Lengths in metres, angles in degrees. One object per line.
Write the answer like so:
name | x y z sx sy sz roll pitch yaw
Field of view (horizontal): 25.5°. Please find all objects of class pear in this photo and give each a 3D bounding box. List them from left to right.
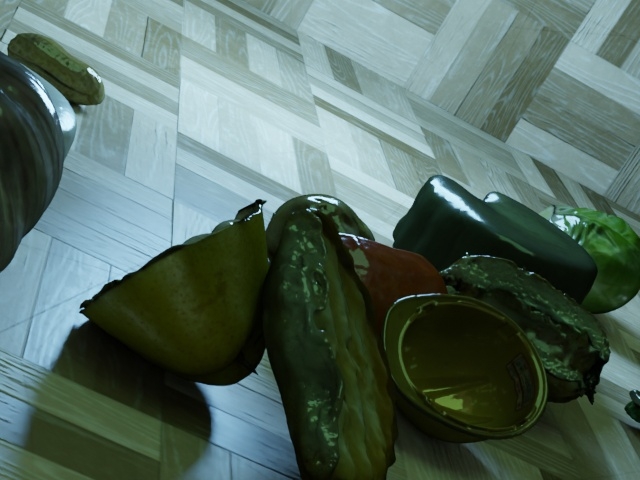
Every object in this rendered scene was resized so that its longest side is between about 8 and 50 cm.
pear | -0.137 0.086 1.631 0.178 0.267 0.267 62 19 -1

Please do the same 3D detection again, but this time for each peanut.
peanut | -0.424 -0.276 2.279 0.174 0.080 0.080 33 17 -8

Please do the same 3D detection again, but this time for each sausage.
sausage | 0.064 0.080 1.980 0.268 0.153 0.141 20 62 -32

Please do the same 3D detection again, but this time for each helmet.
helmet | 0.165 0.189 1.884 0.257 0.140 0.205 14 55 -21

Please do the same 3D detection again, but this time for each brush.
brush | 0.619 0.330 2.411 0.282 0.048 0.054 29 19 -32

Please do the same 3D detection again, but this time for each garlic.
garlic | -0.414 -0.107 1.517 0.318 0.259 0.317 5 31 -3

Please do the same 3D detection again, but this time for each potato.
potato | -0.003 0.003 2.125 0.154 0.137 0.200 63 20 -1

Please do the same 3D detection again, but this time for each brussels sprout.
brussels sprout | 0.520 0.038 2.788 0.244 0.244 0.244 28 18 -10

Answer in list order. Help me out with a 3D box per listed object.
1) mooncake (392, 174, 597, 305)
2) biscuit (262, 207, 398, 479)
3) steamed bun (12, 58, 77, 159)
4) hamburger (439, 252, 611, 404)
mooncake | 0.302 0.041 2.437 0.351 0.187 0.351 29 14 -8
biscuit | 0.010 0.151 1.600 0.335 0.078 0.329 -70 140 -60
steamed bun | -0.410 -0.139 1.803 0.164 0.146 0.241 11 25 -41
hamburger | 0.291 0.139 2.160 0.309 0.132 0.211 29 -18 -4
